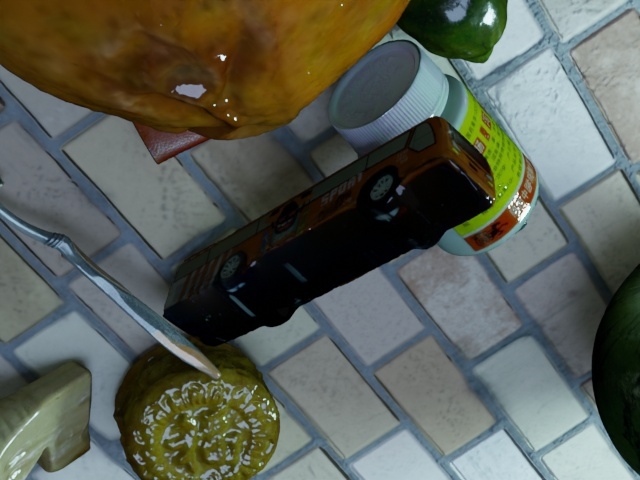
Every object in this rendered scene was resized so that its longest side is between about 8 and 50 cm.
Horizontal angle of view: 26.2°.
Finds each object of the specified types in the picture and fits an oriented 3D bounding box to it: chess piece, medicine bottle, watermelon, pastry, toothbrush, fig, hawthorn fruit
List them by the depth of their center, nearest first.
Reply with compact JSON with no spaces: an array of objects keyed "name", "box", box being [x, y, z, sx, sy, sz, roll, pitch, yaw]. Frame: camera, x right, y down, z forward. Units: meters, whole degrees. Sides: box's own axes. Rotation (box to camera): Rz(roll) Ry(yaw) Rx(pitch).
[{"name":"hawthorn fruit","box":[-0.115,-0.290,1.100,0.471,0.472,0.472,-8,124,-12]},{"name":"fig","box":[0.148,-0.228,1.416,0.117,0.117,0.177,-35,135,7]},{"name":"toothbrush","box":[-0.244,0.033,1.459,0.037,0.028,0.375,-45,109,6]},{"name":"medicine bottle","box":[0.122,-0.096,1.464,0.139,0.139,0.225,-40,124,11]},{"name":"chess piece","box":[-0.373,0.245,1.515,0.301,0.137,0.137,-32,131,-32]},{"name":"pastry","box":[-0.145,0.208,1.595,0.188,0.103,0.189,-6,116,-11]},{"name":"watermelon","box":[0.496,0.162,1.630,0.363,0.363,0.363,-8,124,-12]}]

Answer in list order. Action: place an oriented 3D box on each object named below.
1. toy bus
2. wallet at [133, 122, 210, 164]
[{"name":"toy bus","box":[0.000,0.000,1.419,0.409,0.092,0.093,-28,126,35]},{"name":"wallet","box":[-0.105,-0.175,1.403,0.204,0.045,0.142,-25,128,1]}]
